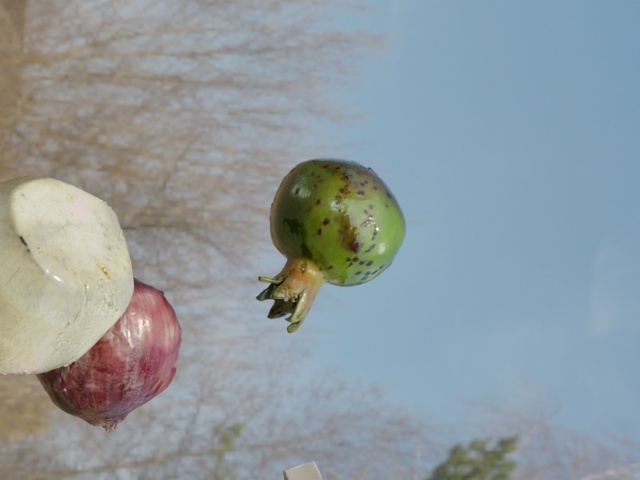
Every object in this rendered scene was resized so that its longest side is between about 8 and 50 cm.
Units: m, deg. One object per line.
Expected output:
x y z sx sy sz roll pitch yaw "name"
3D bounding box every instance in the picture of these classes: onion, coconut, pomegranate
-0.325 0.187 1.694 0.120 0.227 0.284 -72 166 -60 "onion"
-0.343 0.050 1.360 0.230 0.227 0.227 -42 -137 35 "coconut"
-0.007 -0.013 1.883 0.231 0.285 0.231 53 -14 20 "pomegranate"

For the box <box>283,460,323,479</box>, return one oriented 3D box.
0.010 0.587 2.073 0.200 0.065 0.344 -122 -160 -54 "box"
